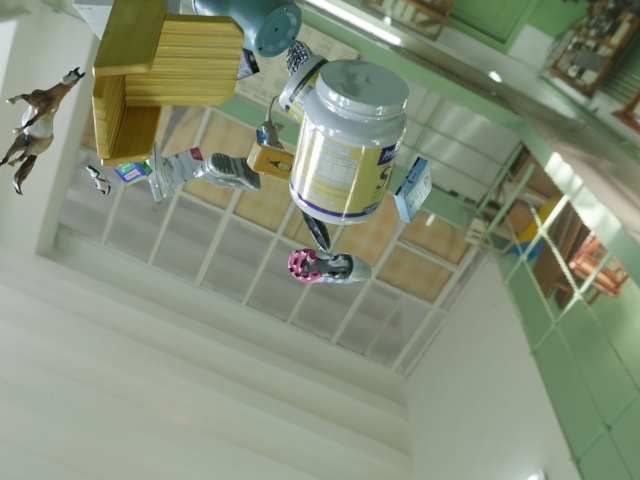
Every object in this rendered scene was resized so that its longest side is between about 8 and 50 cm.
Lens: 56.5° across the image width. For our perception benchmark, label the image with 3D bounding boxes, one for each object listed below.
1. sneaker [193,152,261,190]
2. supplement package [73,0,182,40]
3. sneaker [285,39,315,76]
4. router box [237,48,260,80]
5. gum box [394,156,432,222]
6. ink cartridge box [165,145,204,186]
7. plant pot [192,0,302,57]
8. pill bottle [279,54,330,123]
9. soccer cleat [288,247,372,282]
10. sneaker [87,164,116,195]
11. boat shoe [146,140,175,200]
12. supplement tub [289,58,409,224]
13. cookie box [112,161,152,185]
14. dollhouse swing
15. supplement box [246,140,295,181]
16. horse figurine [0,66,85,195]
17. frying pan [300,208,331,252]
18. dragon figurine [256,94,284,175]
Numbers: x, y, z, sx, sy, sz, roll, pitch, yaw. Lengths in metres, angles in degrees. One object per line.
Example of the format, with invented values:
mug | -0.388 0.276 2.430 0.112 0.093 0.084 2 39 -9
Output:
sneaker | -0.308 -0.225 2.007 0.281 0.115 0.105 19 -123 -56
supplement package | -0.517 -0.659 1.643 0.199 0.198 0.262 3 169 2
sneaker | -0.014 -0.566 2.044 0.122 0.110 0.283 -15 -111 -47
router box | -0.304 -0.599 1.996 0.046 0.179 0.133 -43 -63 -54
gum box | 0.310 -0.164 1.973 0.041 0.157 0.184 27 166 23
ink cartridge box | -0.507 -0.275 2.222 0.150 0.109 0.063 -21 -164 -7
plant pot | -0.198 -0.696 1.789 0.255 0.271 0.272 46 -150 18
pill bottle | 0.062 -0.357 1.709 0.334 0.188 0.188 41 -154 0
soccer cleat | 0.029 0.097 1.984 0.143 0.116 0.331 18 171 -40
sneaker | -0.662 -0.179 1.786 0.040 0.044 0.109 7 141 51
boat shoe | -0.547 -0.245 2.044 0.088 0.267 0.096 -15 -133 -18
supplement tub | 0.065 -0.229 1.408 0.241 0.331 0.241 8 -138 -8
cookie box | -0.566 -0.226 1.763 0.107 0.092 0.040 57 -148 -26
dollhouse swing | -0.364 -0.364 1.466 0.305 0.347 0.315 9 -123 -12
supplement box | -0.097 -0.221 1.774 0.233 0.078 0.080 15 -160 -32
horse figurine | -0.571 -0.219 1.182 0.066 0.263 0.174 30 -147 -7
frying pan | 0.010 0.008 2.266 0.326 0.053 0.197 65 170 -28
dragon figurine | -0.188 -0.378 2.193 0.085 0.289 0.144 -7 179 -18
